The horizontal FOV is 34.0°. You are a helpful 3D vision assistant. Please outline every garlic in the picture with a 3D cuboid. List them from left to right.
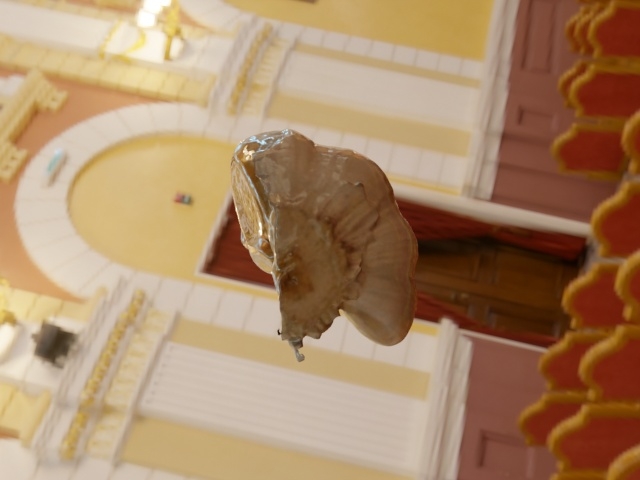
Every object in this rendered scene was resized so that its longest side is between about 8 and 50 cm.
[{"bbox_3d":[0.003,-0.001,0.468,0.113,0.074,0.094,59,180,6],"label":"garlic"}]
